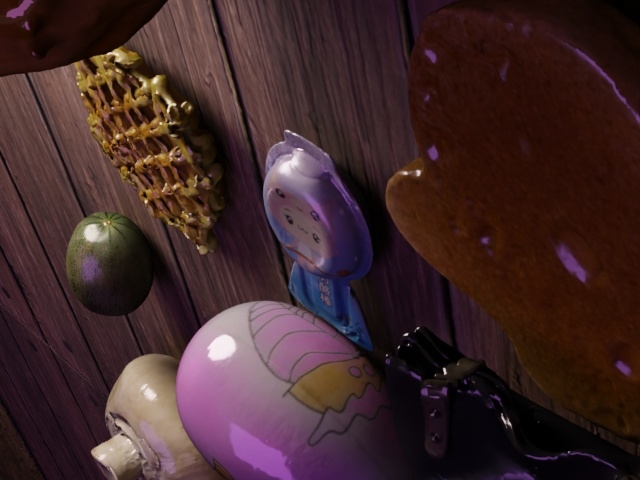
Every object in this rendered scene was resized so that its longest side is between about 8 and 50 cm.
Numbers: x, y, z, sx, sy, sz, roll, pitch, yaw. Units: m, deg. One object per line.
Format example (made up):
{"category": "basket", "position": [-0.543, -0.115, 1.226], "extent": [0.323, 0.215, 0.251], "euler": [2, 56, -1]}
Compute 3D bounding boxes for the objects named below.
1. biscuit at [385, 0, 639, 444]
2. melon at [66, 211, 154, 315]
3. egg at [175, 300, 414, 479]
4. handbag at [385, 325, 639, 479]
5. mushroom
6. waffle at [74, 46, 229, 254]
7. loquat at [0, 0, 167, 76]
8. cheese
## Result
{"category": "biscuit", "position": [0.158, -0.009, 0.725], "extent": [0.287, 0.057, 0.344], "euler": [7, 130, 56]}
{"category": "melon", "position": [-0.276, 0.035, 1.453], "extent": [0.114, 0.114, 0.167], "euler": [38, 149, 29]}
{"category": "egg", "position": [-0.024, 0.175, 1.113], "extent": [0.271, 0.196, 0.196], "euler": [27, 145, 35]}
{"category": "handbag", "position": [0.184, 0.204, 0.802], "extent": [0.342, 0.152, 0.288], "euler": [25, 154, 42]}
{"category": "mushroom", "position": [-0.233, 0.288, 1.604], "extent": [0.246, 0.202, 0.246], "euler": [38, 141, 38]}
{"category": "waffle", "position": [-0.188, -0.110, 1.191], "extent": [0.254, 0.052, 0.245], "euler": [38, 152, 32]}
{"category": "loquat", "position": [-0.230, -0.276, 0.763], "extent": [0.328, 0.328, 0.328], "euler": [39, 151, 27]}
{"category": "cheese", "position": [0.000, 0.000, 1.009], "extent": [0.135, 0.052, 0.245], "euler": [36, 149, 32]}
